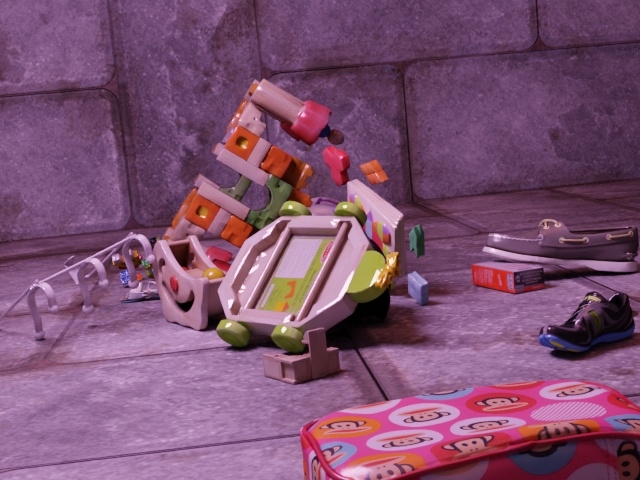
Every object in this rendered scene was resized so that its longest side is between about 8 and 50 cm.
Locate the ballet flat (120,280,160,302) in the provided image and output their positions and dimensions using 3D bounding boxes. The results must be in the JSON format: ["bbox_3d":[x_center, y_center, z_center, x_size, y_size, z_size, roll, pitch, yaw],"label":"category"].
[{"bbox_3d":[-0.367,0.106,2.189,0.114,0.041,0.041,-5,7,0],"label":"ballet flat"}]

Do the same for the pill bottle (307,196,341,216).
[{"bbox_3d":[0.000,0.000,2.259,0.169,0.169,0.301,-5,7,3],"label":"pill bottle"}]

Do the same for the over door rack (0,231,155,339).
[{"bbox_3d":[-0.480,0.097,1.972,0.239,0.108,0.324,-29,8,-39],"label":"over door rack"}]

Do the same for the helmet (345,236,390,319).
[{"bbox_3d":[0.043,0.065,1.801,0.169,0.169,0.161,-6,29,-10],"label":"helmet"}]

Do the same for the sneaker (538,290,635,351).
[{"bbox_3d":[0.377,0.113,1.479,0.188,0.078,0.067,-11,9,-36],"label":"sneaker"}]

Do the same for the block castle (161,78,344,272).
[{"bbox_3d":[-0.144,-0.103,2.156,0.213,0.453,0.303,30,2,-11],"label":"block castle"}]

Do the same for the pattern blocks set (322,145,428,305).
[{"bbox_3d":[0.102,-0.024,1.952,0.026,0.285,0.325,-22,28,-21],"label":"pattern blocks set"}]

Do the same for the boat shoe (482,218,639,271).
[{"bbox_3d":[0.470,0.004,2.026,0.305,0.091,0.109,5,5,-2],"label":"boat shoe"}]

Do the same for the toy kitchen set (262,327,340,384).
[{"bbox_3d":[-0.028,0.156,1.467,0.083,0.068,0.075,-10,9,-37],"label":"toy kitchen set"}]

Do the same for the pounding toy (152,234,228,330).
[{"bbox_3d":[-0.214,0.068,1.933,0.155,0.154,0.269,-10,9,-32],"label":"pounding toy"}]

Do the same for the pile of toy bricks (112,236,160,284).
[{"bbox_3d":[-0.366,0.058,2.410,0.212,0.118,0.105,-20,-23,8],"label":"pile of toy bricks"}]

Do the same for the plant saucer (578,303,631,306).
[{"bbox_3d":[0.459,0.112,1.673,0.083,0.015,0.083,-5,8,1],"label":"plant saucer"}]

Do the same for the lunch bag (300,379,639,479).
[{"bbox_3d":[0.129,0.192,0.890,0.293,0.120,0.258,-7,7,-9],"label":"lunch bag"}]

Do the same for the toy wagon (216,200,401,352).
[{"bbox_3d":[-0.012,0.059,1.660,0.344,0.068,0.267,2,54,39],"label":"toy wagon"}]

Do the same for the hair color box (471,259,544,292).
[{"bbox_3d":[0.356,0.068,1.975,0.072,0.043,0.141,-8,7,-23],"label":"hair color box"}]
